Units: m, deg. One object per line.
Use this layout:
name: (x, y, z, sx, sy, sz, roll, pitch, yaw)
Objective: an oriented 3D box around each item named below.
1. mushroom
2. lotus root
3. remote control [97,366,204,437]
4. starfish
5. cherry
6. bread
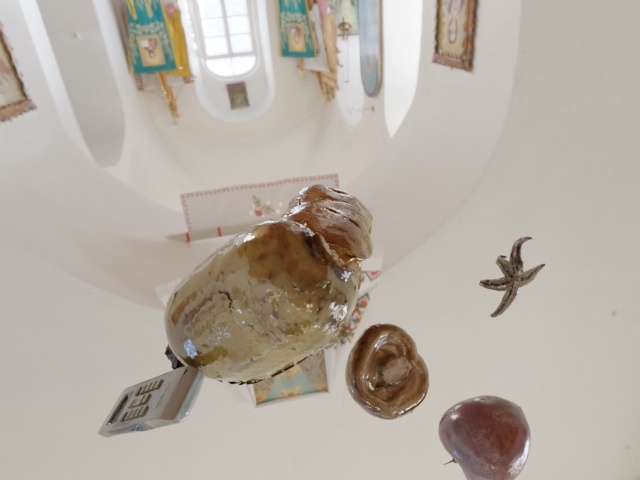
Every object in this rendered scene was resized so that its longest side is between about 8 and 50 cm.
mushroom: (0.194, 0.376, 1.284, 0.278, 0.278, 0.146, -22, 177, -29)
lotus root: (-0.082, 0.082, 0.518, 0.284, 0.160, 0.146, -37, 174, 26)
remote control: (-0.193, 0.188, 0.502, 0.166, 0.029, 0.065, -27, -150, 37)
starfish: (0.484, 0.094, 1.115, 0.057, 0.212, 0.238, 17, 171, -12)
cherry: (0.511, 0.611, 1.368, 0.308, 0.221, 0.261, -34, -103, -7)
bread: (0.004, -0.005, 0.855, 0.195, 0.148, 0.344, 8, -159, 4)
